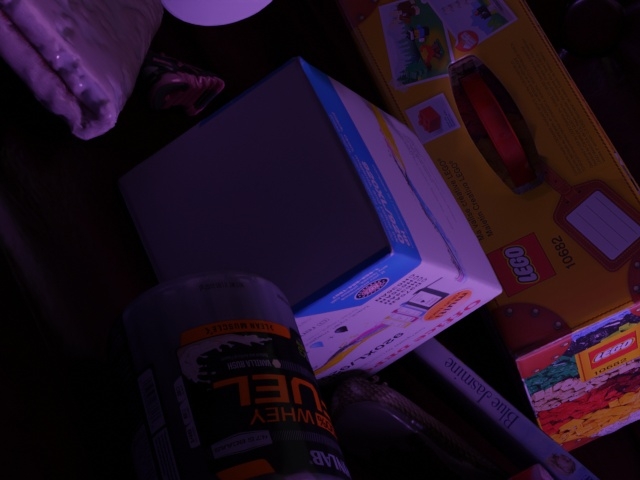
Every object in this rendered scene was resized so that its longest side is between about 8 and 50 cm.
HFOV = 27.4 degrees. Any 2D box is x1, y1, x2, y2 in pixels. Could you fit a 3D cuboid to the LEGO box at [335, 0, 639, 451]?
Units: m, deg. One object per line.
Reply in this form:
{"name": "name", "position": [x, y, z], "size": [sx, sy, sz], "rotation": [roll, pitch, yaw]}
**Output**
{"name": "LEGO box", "position": [0.228, -0.047, 1.521], "size": [0.372, 0.193, 0.500], "rotation": [59, 7, -60]}

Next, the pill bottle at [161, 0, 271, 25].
{"name": "pill bottle", "position": [-0.131, -0.357, 1.305], "size": [0.160, 0.160, 0.283], "rotation": [34, 28, -51]}

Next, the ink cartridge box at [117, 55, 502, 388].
{"name": "ink cartridge box", "position": [0.000, 0.000, 1.003], "size": [0.233, 0.171, 0.168], "rotation": [19, 41, -62]}

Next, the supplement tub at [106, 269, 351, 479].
{"name": "supplement tub", "position": [-0.049, 0.121, 0.750], "size": [0.117, 0.117, 0.190], "rotation": [34, 28, -51]}

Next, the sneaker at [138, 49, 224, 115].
{"name": "sneaker", "position": [-0.126, -0.143, 1.144], "size": [0.057, 0.047, 0.119], "rotation": [48, 14, 13]}

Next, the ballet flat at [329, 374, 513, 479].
{"name": "ballet flat", "position": [0.096, 0.185, 1.100], "size": [0.250, 0.084, 0.058], "rotation": [39, 25, -31]}

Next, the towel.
{"name": "towel", "position": [-0.241, -0.245, 0.973], "size": [0.317, 0.053, 0.332], "rotation": [50, 16, -19]}

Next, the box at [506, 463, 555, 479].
{"name": "box", "position": [0.205, 0.320, 1.067], "size": [0.257, 0.123, 0.128], "rotation": [47, 20, -29]}

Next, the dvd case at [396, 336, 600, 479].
{"name": "dvd case", "position": [0.146, 0.153, 1.151], "size": [0.253, 0.022, 0.180], "rotation": [40, -8, 19]}
